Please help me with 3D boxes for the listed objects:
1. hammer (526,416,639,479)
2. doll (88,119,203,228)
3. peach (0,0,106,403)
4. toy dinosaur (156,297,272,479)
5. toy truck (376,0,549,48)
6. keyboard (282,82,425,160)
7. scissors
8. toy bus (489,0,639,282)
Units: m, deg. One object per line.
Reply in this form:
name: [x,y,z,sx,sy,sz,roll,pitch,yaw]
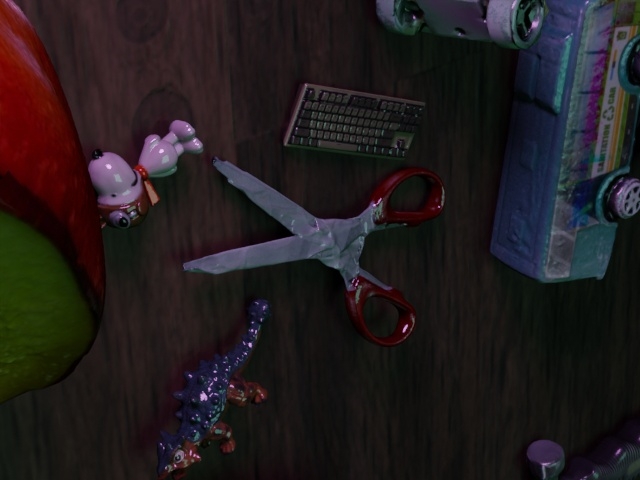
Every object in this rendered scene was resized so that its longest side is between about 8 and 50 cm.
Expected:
hammer: [0.288,0.217,1.583,0.226,0.041,0.158,-33,130,-28]
doll: [-0.117,-0.042,1.062,0.085,0.040,0.058,-24,115,-34]
peach: [-0.223,-0.022,0.821,0.274,0.249,0.245,57,42,-46]
toy dinosaur: [-0.075,0.110,1.172,0.055,0.049,0.154,39,70,-32]
toy truck: [0.087,-0.249,1.094,0.135,0.128,0.259,-55,139,-28]
keyboard: [0.027,-0.087,1.192,0.129,0.015,0.049,4,107,-45]
scissors: [0.000,0.000,1.198,0.248,0.017,0.144,12,92,-46]
toy bus: [0.210,-0.095,1.317,0.109,0.091,0.261,-9,115,-34]
